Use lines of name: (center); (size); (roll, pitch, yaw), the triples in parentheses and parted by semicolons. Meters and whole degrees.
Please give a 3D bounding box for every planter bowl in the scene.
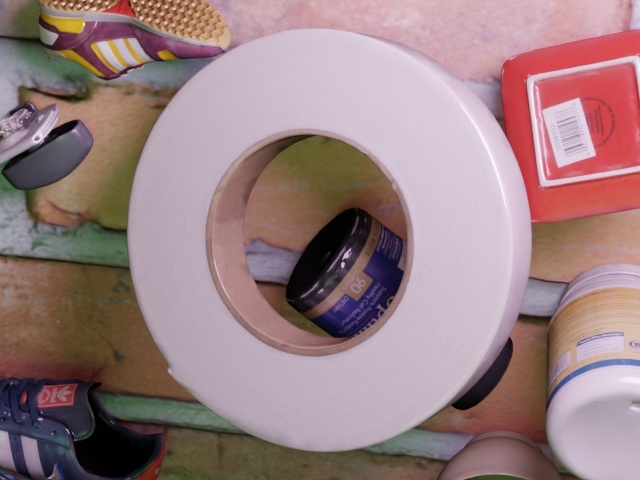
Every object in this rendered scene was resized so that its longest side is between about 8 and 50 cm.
planter bowl: (0.199, 0.280, 1.590); (0.162, 0.109, 0.162); (5, 124, 7)

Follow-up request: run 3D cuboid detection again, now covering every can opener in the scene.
can opener: (-0.364, -0.059, 1.472); (0.280, 0.074, 0.093); (-22, 119, 23)

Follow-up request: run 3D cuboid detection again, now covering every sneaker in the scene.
sneaker: (-0.331, 0.193, 1.614); (0.350, 0.131, 0.148); (27, 126, -21)
sneaker: (-0.174, -0.190, 1.361); (0.185, 0.069, 0.084); (13, 134, 8)

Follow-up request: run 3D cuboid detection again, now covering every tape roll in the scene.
tape roll: (0.000, 0.000, 1.337); (0.392, 0.072, 0.392); (2, 95, 23)

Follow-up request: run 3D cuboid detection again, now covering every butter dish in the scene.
butter dish: (0.257, -0.098, 1.323); (0.160, 0.118, 0.160); (-9, 81, 20)

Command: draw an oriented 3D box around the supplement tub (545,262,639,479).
supplement tub: (0.293, 0.128, 1.414); (0.144, 0.200, 0.144); (5, 126, 6)

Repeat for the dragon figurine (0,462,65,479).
dragon figurine: (-0.316, 0.291, 1.553); (0.144, 0.085, 0.289); (5, 140, -4)

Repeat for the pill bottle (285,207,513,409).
pill bottle: (0.084, 0.074, 1.459); (0.219, 0.123, 0.123); (36, 122, -15)
